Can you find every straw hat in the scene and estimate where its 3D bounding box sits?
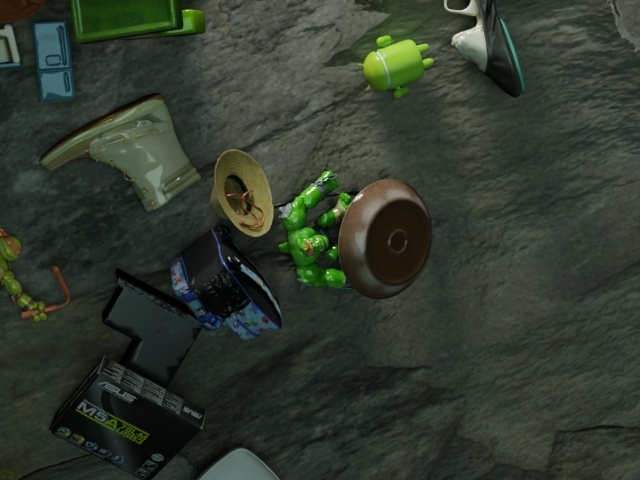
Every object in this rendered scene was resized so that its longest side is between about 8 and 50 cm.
[{"bbox_3d":[-0.141,-0.067,1.922,0.061,0.144,0.144,-19,109,36],"label":"straw hat"}]

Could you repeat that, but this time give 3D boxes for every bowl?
[{"bbox_3d":[-0.141,0.420,2.025,0.142,0.053,0.142,-41,106,-1],"label":"bowl"}]

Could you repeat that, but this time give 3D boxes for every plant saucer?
[{"bbox_3d":[0.116,0.001,1.966,0.199,0.036,0.198,-7,101,-38],"label":"plant saucer"}]

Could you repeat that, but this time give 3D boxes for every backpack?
[{"bbox_3d":[-0.142,0.085,1.913,0.117,0.158,0.173,-36,118,5],"label":"backpack"}]

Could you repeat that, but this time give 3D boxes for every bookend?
[{"bbox_3d":[-0.291,0.153,1.929,0.156,0.072,0.157,29,94,-16],"label":"bookend"}]

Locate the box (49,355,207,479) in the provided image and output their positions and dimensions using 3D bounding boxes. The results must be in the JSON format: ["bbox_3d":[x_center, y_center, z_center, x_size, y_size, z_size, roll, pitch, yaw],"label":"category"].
[{"bbox_3d":[-0.306,0.286,1.920,0.191,0.045,0.184,32,130,-16],"label":"box"}]

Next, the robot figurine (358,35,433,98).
[{"bbox_3d":[0.120,-0.279,1.937,0.115,0.067,0.101,-20,99,-8],"label":"robot figurine"}]

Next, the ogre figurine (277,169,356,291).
[{"bbox_3d":[0.000,0.000,1.957,0.118,0.097,0.197,-20,121,-26],"label":"ogre figurine"}]

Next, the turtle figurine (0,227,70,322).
[{"bbox_3d":[-0.536,0.053,1.848,0.217,0.087,0.269,-43,115,2],"label":"turtle figurine"}]

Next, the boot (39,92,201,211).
[{"bbox_3d":[-0.308,-0.113,1.873,0.213,0.077,0.165,-28,107,-9],"label":"boot"}]

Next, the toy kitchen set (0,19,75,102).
[{"bbox_3d":[-0.466,-0.252,1.763,0.207,0.166,0.122,-7,102,-11],"label":"toy kitchen set"}]

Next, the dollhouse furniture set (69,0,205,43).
[{"bbox_3d":[-0.276,-0.445,1.769,0.151,0.197,0.301,-5,98,8],"label":"dollhouse furniture set"}]

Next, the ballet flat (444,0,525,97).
[{"bbox_3d":[0.251,-0.358,1.945,0.096,0.095,0.280,-14,93,1],"label":"ballet flat"}]

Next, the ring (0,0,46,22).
[{"bbox_3d":[-0.518,-0.421,1.642,0.337,0.336,0.032,36,54,-16],"label":"ring"}]
